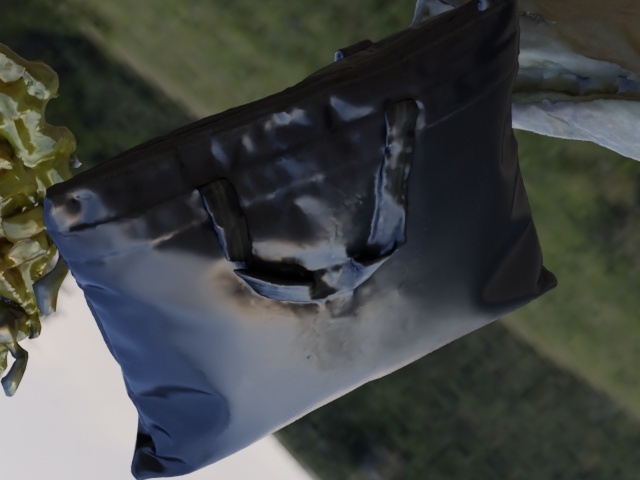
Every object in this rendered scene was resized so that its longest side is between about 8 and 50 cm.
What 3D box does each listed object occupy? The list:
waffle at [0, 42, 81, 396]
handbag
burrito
[{"bbox_3d":[-0.265,-0.017,1.044,0.262,0.280,0.060,19,-159,-18],"label":"waffle"},{"bbox_3d":[0.000,0.000,0.952,0.089,0.254,0.211,54,163,45],"label":"handbag"},{"bbox_3d":[0.235,-0.139,1.495,0.332,0.135,0.190,22,-141,27],"label":"burrito"}]
